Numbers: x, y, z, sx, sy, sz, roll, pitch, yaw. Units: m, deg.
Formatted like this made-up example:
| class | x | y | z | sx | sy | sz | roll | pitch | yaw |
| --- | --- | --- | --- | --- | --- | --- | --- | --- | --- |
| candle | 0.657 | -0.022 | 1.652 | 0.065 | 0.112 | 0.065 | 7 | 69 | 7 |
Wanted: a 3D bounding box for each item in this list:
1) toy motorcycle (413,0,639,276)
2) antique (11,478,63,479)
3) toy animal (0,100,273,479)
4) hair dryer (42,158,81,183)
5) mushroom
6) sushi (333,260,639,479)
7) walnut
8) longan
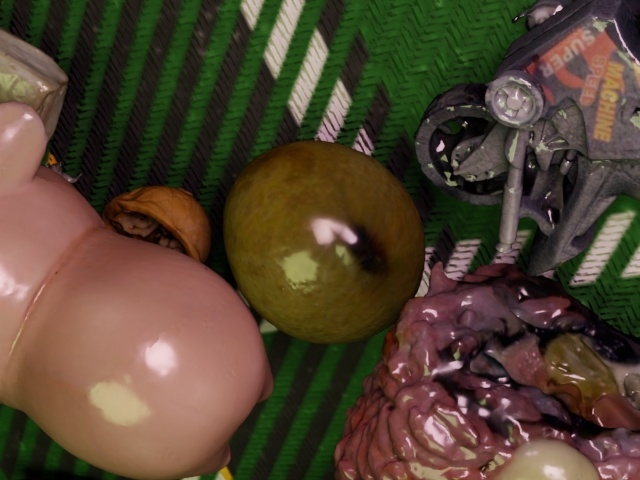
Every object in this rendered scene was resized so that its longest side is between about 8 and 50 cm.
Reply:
| class | x | y | z | sx | sy | sz | roll | pitch | yaw |
| --- | --- | --- | --- | --- | --- | --- | --- | --- | --- |
| toy motorcycle | 0.200 | -0.084 | 1.065 | 0.173 | 0.108 | 0.307 | 43 | 134 | -13 |
| antique | -0.206 | 0.322 | 1.564 | 0.257 | 0.121 | 0.143 | 6 | 132 | 25 |
| toy animal | -0.198 | 0.061 | 1.242 | 0.326 | 0.237 | 0.269 | 18 | 164 | 40 |
| hair dryer | -0.365 | -0.036 | 1.413 | 0.357 | 0.107 | 0.173 | -2 | 124 | 22 |
| mushroom | -0.348 | -0.169 | 1.313 | 0.312 | 0.081 | 0.100 | 26 | 139 | 4 |
| sushi | 0.156 | 0.144 | 1.166 | 0.270 | 0.236 | 0.171 | 24 | 119 | -2 |
| walnut | -0.124 | -0.011 | 1.318 | 0.091 | 0.052 | 0.121 | 51 | 152 | -16 |
| longan | 0.000 | 0.000 | 1.218 | 0.145 | 0.176 | 0.155 | -13 | 100 | -12 |
